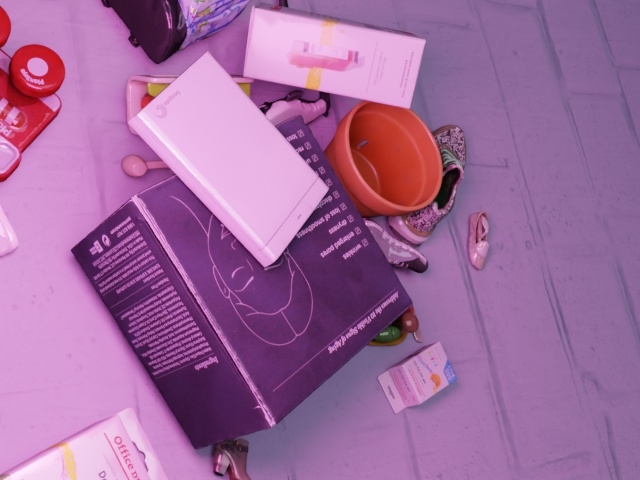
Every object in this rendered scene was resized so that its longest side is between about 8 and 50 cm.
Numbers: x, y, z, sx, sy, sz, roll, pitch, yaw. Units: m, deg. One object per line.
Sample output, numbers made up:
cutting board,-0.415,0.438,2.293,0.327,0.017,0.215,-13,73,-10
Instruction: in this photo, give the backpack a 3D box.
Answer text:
backpack,-0.290,-0.601,1.944,0.290,0.273,0.355,56,38,4

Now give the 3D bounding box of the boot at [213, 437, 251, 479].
boot,-0.165,0.449,1.726,0.118,0.042,0.087,35,53,-20

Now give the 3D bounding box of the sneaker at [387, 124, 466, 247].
sneaker,0.331,-0.165,2.232,0.158,0.182,0.410,38,54,-17

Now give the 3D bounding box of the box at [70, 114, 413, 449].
box,-0.142,0.074,1.706,0.480,0.297,0.472,-34,93,-44

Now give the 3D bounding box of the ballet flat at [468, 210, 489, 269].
ballet flat,0.437,-0.004,2.328,0.057,0.052,0.168,14,65,-31

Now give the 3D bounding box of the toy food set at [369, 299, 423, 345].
toy food set,0.178,0.186,2.055,0.217,0.071,0.128,3,70,-35

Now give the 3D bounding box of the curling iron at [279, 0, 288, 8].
curling iron,-0.076,-0.525,2.180,0.068,0.035,0.274,-5,76,-41

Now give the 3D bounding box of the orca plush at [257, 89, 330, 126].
orca plush,-0.089,-0.327,2.053,0.102,0.151,0.287,35,49,20

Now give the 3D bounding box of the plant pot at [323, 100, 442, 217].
plant pot,0.123,-0.178,2.076,0.290,0.203,0.291,14,65,-32

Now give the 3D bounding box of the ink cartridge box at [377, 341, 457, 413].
ink cartridge box,0.235,0.330,2.044,0.181,0.061,0.104,-25,87,-39

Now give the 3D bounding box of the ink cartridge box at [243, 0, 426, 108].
ink cartridge box,0.027,-0.434,1.967,0.384,0.279,0.160,11,107,-3

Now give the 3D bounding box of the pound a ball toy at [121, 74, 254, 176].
pound a ball toy,-0.307,-0.260,1.870,0.319,0.135,0.208,-11,109,-41

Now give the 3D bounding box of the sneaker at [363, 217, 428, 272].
sneaker,0.155,0.055,2.096,0.228,0.086,0.132,32,68,-19

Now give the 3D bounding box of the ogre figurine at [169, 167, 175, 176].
ogre figurine,-0.263,-0.216,1.768,0.118,0.197,0.097,42,15,-54

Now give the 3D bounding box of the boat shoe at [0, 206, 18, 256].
boat shoe,-0.637,-0.051,1.579,0.063,0.066,0.184,-34,103,-40

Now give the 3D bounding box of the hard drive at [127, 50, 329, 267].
hard drive,-0.157,-0.153,1.564,0.353,0.047,0.233,47,48,-13

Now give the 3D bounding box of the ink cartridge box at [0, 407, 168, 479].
ink cartridge box,-0.418,0.449,1.494,0.353,0.119,0.207,-27,88,-39

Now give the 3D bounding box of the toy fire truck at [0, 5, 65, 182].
toy fire truck,-0.648,-0.287,1.594,0.302,0.169,0.254,40,57,-15
